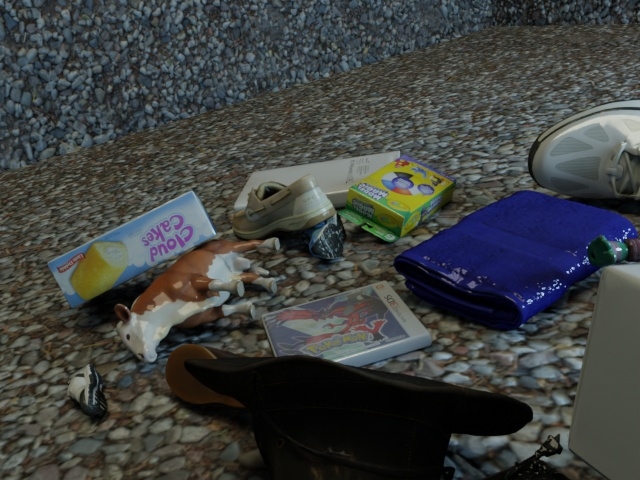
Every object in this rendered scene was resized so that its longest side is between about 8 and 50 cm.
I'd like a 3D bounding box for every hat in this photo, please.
[{"bbox_3d":[0.020,0.197,0.631,0.331,0.331,0.133,-1,69,25],"label":"hat"}]

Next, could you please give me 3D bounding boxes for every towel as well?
[{"bbox_3d":[0.291,0.024,1.031,0.308,0.076,0.228,-26,33,-33],"label":"towel"}]

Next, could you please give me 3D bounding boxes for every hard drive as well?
[{"bbox_3d":[0.004,-0.124,1.551,0.353,0.047,0.233,-7,23,9],"label":"hard drive"}]

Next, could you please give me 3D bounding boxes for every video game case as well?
[{"bbox_3d":[0.028,0.123,0.974,0.201,0.023,0.183,-15,22,-8],"label":"video game case"}]

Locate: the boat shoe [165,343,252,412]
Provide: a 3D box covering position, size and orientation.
[{"bbox_3d":[-0.112,0.176,0.869,0.207,0.073,0.073,6,-9,44],"label":"boat shoe"}]

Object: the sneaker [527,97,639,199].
[{"bbox_3d":[0.564,-0.121,1.102,0.448,0.169,0.257,-3,22,15],"label":"sneaker"}]

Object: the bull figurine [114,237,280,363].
[{"bbox_3d":[-0.183,0.077,1.090,0.189,0.101,0.310,-2,25,16],"label":"bull figurine"}]

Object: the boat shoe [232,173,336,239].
[{"bbox_3d":[-0.088,-0.069,1.337,0.109,0.098,0.302,-31,14,-31],"label":"boat shoe"}]

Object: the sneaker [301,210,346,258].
[{"bbox_3d":[0.000,0.000,1.256,0.073,0.063,0.162,-18,12,14],"label":"sneaker"}]

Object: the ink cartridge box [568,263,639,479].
[{"bbox_3d":[0.424,0.120,0.486,0.385,0.160,0.279,-4,18,-25],"label":"ink cartridge box"}]

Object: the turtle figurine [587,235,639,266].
[{"bbox_3d":[0.470,0.021,0.891,0.234,0.118,0.175,-17,63,-9],"label":"turtle figurine"}]

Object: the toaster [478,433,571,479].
[{"bbox_3d":[0.144,0.253,0.490,0.186,0.110,0.168,-17,23,-14],"label":"toaster"}]

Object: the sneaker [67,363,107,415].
[{"bbox_3d":[-0.315,0.208,0.934,0.044,0.040,0.109,-33,22,-8],"label":"sneaker"}]

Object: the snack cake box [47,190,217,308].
[{"bbox_3d":[-0.315,0.011,1.207,0.264,0.089,0.152,-28,4,-5],"label":"snack cake box"}]

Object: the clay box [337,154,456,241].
[{"bbox_3d":[0.146,-0.083,1.318,0.127,0.053,0.222,30,40,25],"label":"clay box"}]
